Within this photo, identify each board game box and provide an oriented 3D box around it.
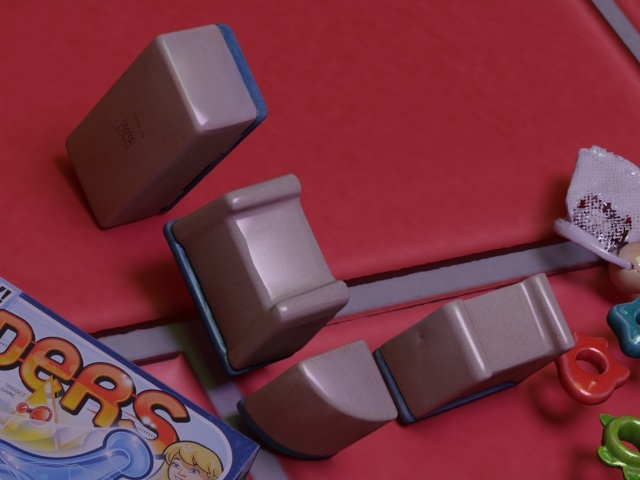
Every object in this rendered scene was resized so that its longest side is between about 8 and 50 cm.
[{"bbox_3d":[-0.145,0.087,0.839,0.201,0.035,0.136,32,44,6],"label":"board game box"}]

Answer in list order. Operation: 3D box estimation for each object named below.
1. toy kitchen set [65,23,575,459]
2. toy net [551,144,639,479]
[{"bbox_3d":[0.000,0.000,0.957,0.166,0.122,0.207,-16,78,-35],"label":"toy kitchen set"},{"bbox_3d":[0.162,0.045,1.016,0.122,0.045,0.232,1,47,-21],"label":"toy net"}]
